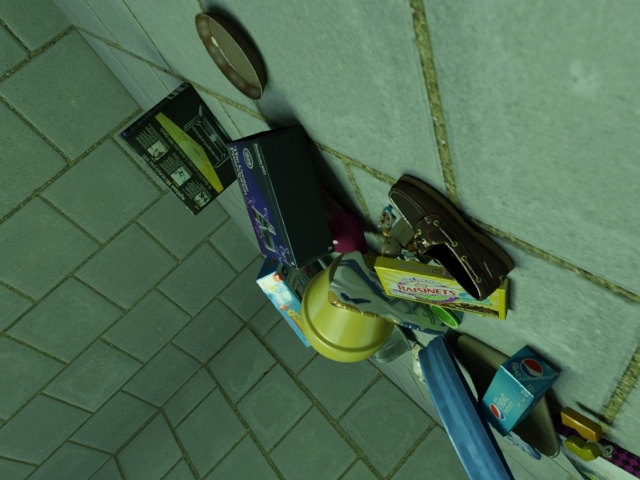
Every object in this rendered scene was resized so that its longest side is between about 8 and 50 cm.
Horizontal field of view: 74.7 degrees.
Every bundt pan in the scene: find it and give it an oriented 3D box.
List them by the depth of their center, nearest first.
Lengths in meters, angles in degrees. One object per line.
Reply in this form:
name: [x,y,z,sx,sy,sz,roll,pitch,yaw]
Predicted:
bundt pan: [0.154,0.286,1.438,0.331,0.124,0.331,49,172,9]

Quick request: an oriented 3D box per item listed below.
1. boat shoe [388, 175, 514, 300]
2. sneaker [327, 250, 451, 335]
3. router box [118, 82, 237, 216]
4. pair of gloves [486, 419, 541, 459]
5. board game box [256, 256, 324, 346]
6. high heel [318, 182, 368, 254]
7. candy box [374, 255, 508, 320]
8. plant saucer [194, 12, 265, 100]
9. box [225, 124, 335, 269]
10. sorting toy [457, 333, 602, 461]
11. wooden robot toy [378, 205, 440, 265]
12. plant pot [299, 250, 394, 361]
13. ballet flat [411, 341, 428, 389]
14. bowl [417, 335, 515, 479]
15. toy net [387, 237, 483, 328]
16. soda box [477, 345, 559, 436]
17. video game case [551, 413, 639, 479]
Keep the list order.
boat shoe: [0.169,-0.005,0.591,0.207,0.073,0.073,44,169,17]
sneaker: [0.164,0.110,0.876,0.296,0.131,0.111,20,170,-23]
router box: [-0.393,-0.265,1.259,0.081,0.243,0.309,31,161,50]
pair of gloves: [0.587,0.600,1.310,0.159,0.023,0.198,51,167,-14]
board game box: [-0.069,0.152,1.463,0.302,0.086,0.308,57,-158,-20]
high heel: [0.000,0.000,1.048,0.181,0.127,0.377,53,167,3]
candy box: [0.197,0.078,0.692,0.205,0.027,0.105,9,148,29]
plant saucer: [-0.152,-0.325,0.738,0.168,0.029,0.168,43,167,12]
box: [-0.085,-0.092,0.870,0.184,0.103,0.262,13,124,56]
sorting toy: [0.428,0.337,0.865,0.307,0.041,0.229,26,144,59]
wooden robot toy: [0.142,0.012,0.724,0.173,0.079,0.076,37,166,38]
plant pot: [0.083,0.151,1.055,0.254,0.254,0.239,42,153,16]
ballet flat: [0.360,0.441,1.426,0.091,0.077,0.241,31,160,55]
bowl: [0.344,0.421,0.995,0.392,0.077,0.391,59,-168,-20]
toy net: [0.202,0.071,0.800,0.232,0.045,0.122,46,169,1]
soda box: [0.361,0.287,0.783,0.071,0.067,0.210,47,156,36]
video game case: [0.578,0.459,0.800,0.210,0.041,0.232,51,168,-12]
